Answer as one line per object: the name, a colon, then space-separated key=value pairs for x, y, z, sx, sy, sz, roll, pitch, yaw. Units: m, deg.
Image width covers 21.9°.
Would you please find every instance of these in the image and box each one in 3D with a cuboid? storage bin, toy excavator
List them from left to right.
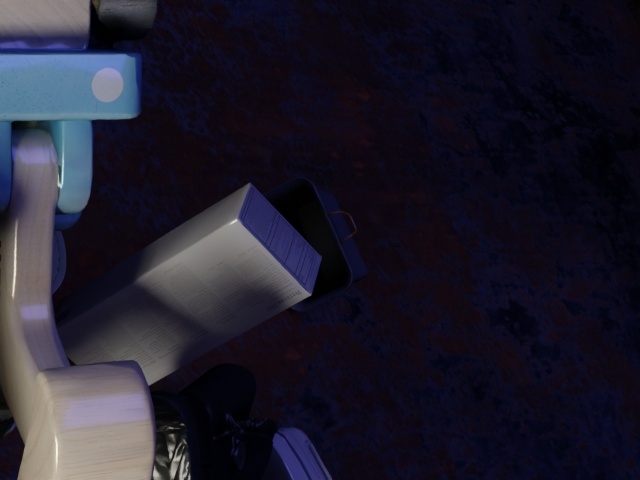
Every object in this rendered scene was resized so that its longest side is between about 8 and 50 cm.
toy excavator: x=-0.244 y=-0.040 z=1.310 sx=0.222 sy=0.433 sz=0.445 roll=-5 pitch=103 yaw=-30
storage bin: x=0.000 y=0.000 z=1.806 sx=0.135 sy=0.098 sz=0.091 roll=66 pitch=21 yaw=8

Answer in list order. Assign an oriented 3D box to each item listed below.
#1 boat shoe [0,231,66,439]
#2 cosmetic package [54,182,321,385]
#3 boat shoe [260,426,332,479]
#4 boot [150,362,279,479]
boat shoe: x=-0.268 y=0.068 z=1.388 sx=0.081 sy=0.068 sz=0.227 roll=16 pitch=45 yaw=-12
cosmetic package: x=-0.122 y=0.049 z=1.443 sx=0.099 sy=0.239 sz=0.060 roll=48 pitch=32 yaw=-21
boat shoe: x=0.008 y=0.294 z=1.572 sx=0.084 sy=0.095 sz=0.258 roll=-10 pitch=75 yaw=-53
boot: x=-0.102 y=0.238 z=1.446 sx=0.207 sy=0.094 sz=0.246 roll=-4 pitch=91 yaw=-71
